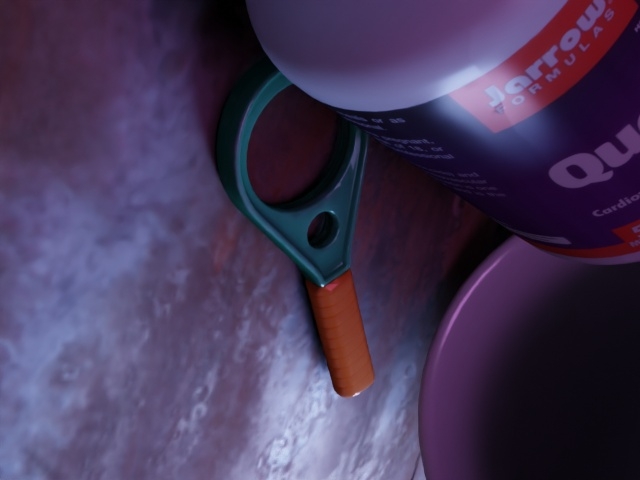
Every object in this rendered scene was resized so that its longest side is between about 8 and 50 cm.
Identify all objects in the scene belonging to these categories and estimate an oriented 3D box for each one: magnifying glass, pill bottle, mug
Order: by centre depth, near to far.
[{"bbox_3d":[0.090,-0.114,0.467,0.323,0.181,0.181,26,92,-47],"label":"pill bottle"},{"bbox_3d":[0.000,0.000,0.557,0.092,0.026,0.231,-33,131,-26],"label":"magnifying glass"},{"bbox_3d":[0.266,0.109,0.714,0.328,0.276,0.374,36,54,-52],"label":"mug"}]
